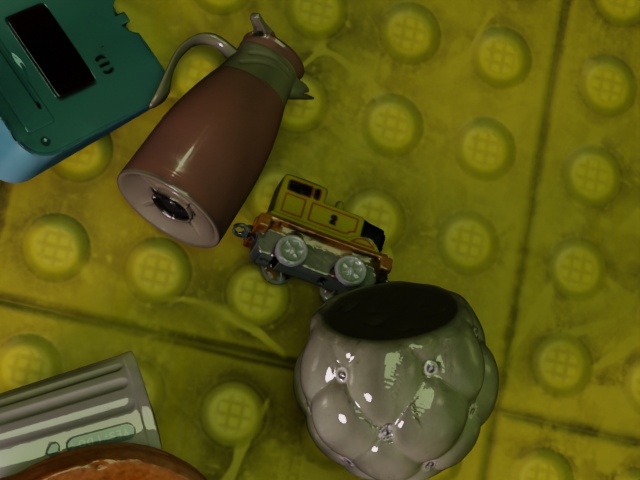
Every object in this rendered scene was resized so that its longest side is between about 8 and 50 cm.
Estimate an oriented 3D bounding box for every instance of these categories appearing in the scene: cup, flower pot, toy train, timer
[{"bbox_3d":[-0.283,0.255,1.858,0.202,0.167,0.221,-14,60,-11],"label":"cup"},{"bbox_3d":[0.089,0.169,1.928,0.246,0.246,0.195,-11,115,-14],"label":"flower pot"},{"bbox_3d":[0.000,0.000,2.015,0.219,0.089,0.127,20,66,-8],"label":"toy train"},{"bbox_3d":[-0.337,-0.217,1.978,0.250,0.091,0.232,-33,87,-37],"label":"timer"}]

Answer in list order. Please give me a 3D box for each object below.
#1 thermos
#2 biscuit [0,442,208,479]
[{"bbox_3d":[-0.130,-0.144,1.986,0.176,0.146,0.265,33,67,-6],"label":"thermos"},{"bbox_3d":[-0.242,0.446,1.820,0.349,0.078,0.455,7,102,-15],"label":"biscuit"}]
